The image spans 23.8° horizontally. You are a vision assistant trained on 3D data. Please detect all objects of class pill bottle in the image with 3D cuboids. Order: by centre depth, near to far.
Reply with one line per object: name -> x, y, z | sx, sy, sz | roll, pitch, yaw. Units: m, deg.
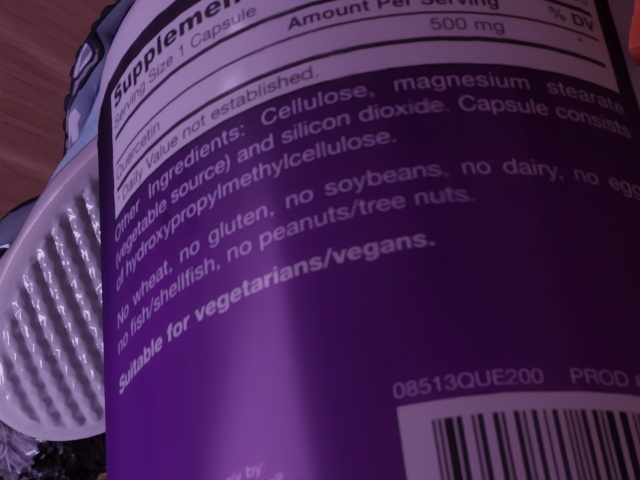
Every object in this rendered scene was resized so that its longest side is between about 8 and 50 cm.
pill bottle -> 0.028, 0.024, 0.439 | 0.181, 0.182, 0.322 | -50, 36, 43

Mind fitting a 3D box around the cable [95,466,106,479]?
cable -> -0.154, 0.107, 1.362 | 0.139, 0.072, 0.287 | -50, 22, 36

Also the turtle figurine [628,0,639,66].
turtle figurine -> 0.210, -0.128, 0.430 | 0.217, 0.087, 0.269 | -18, 21, 47

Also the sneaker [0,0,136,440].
sneaker -> -0.075, -0.057, 0.862 | 0.366, 0.135, 0.150 | -55, 21, -4

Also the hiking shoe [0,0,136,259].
hiking shoe -> -0.107, -0.048, 0.985 | 0.132, 0.113, 0.304 | 6, 63, 35

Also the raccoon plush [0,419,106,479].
raccoon plush -> -0.233, 0.193, 1.173 | 0.299, 0.216, 0.446 | 19, -98, -67
